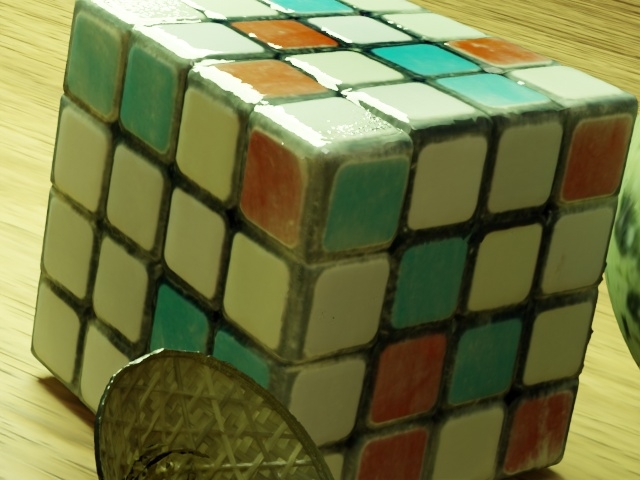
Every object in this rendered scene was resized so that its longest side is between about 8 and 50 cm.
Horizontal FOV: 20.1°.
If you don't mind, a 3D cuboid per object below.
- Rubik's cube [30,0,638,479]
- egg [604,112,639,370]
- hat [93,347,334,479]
[{"bbox_3d":[0.001,0.000,1.102,0.253,0.259,0.256,-7,27,-39],"label":"Rubik's cube"},{"bbox_3d":[0.324,0.005,1.174,0.287,0.288,0.379,2,22,-17],"label":"egg"},{"bbox_3d":[-0.060,0.126,0.790,0.146,0.067,0.146,33,37,-30],"label":"hat"}]
